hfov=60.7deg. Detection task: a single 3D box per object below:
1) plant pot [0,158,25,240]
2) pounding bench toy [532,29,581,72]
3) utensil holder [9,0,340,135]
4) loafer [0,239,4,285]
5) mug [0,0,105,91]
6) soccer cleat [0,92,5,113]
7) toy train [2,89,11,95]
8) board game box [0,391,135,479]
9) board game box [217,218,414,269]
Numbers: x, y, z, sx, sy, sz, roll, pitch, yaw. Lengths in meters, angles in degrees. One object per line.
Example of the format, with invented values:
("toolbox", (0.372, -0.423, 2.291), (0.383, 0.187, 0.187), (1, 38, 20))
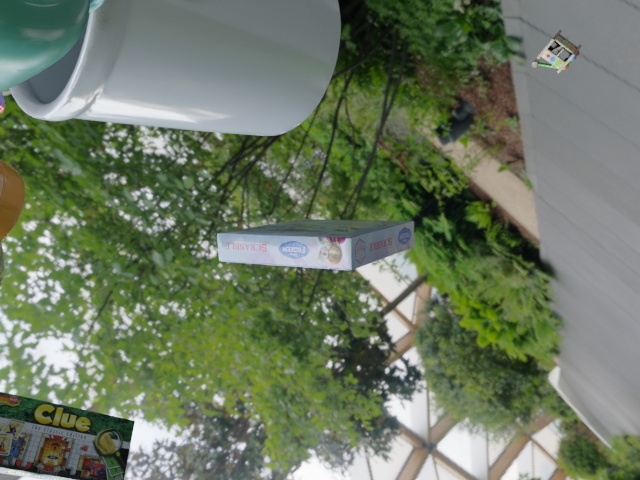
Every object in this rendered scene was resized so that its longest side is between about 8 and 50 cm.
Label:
("plant pot", (-0.700, -0.096, 1.009), (0.205, 0.205, 0.188), (48, 177, 23))
("pounding bench toy", (0.503, -0.390, 1.168), (0.065, 0.052, 0.083), (40, 144, 5))
("utensil holder", (-0.207, -0.316, 0.790), (0.386, 0.327, 0.327), (-3, -138, -47))
("loafer", (-0.387, 0.046, 0.470), (0.102, 0.092, 0.268), (34, -155, -2))
("mug", (-0.198, -0.166, 0.320), (0.129, 0.097, 0.157), (52, -140, -37))
("soccer cleat", (-0.604, -0.184, 0.741), (0.109, 0.318, 0.116), (-23, 100, 53))
("toy train", (-0.741, -0.361, 1.156), (0.334, 0.190, 0.142), (-36, -65, -55))
("board game box", (-0.482, 0.369, 1.002), (0.260, 0.030, 0.136), (22, -145, -25))
("board game box", (0.000, 0.000, 1.195), (0.319, 0.065, 0.318), (3, -171, 31))
